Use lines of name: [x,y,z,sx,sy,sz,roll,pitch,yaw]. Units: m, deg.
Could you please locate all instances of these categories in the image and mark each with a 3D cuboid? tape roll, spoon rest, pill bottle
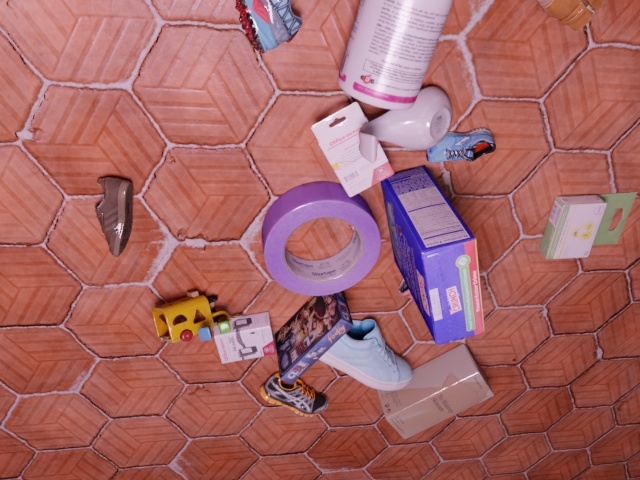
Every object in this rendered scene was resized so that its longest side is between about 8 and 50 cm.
tape roll: [0.000,0.000,1.315,0.275,0.090,0.275,-6,125,-8]
spoon rest: [0.176,-0.236,1.148,0.276,0.084,0.137,-26,128,-35]
pill bottle: [0.145,-0.400,1.017,0.160,0.160,0.283,8,123,-16]

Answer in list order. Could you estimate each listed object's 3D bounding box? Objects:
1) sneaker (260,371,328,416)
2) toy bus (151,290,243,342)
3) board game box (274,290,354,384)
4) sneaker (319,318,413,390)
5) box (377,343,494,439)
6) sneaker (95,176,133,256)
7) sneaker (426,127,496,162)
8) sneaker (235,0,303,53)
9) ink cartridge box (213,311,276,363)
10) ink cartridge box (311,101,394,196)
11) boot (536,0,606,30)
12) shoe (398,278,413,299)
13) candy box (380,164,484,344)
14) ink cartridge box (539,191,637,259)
sneaker: [-0.067,0.450,1.627,0.215,0.084,0.083,22,113,-23]
toy bus: [-0.310,0.179,1.367,0.191,0.202,0.104,-12,96,6]
board game box: [-0.023,0.232,1.428,0.042,0.165,0.243,31,113,-28]
sneaker: [0.138,0.301,1.528,0.366,0.135,0.150,26,120,-27]
box: [0.347,0.461,1.688,0.311,0.121,0.148,-31,124,12]
sneaker: [-0.456,-0.055,1.215,0.071,0.066,0.188,16,116,-1]
sneaker: [0.316,-0.207,1.240,0.162,0.073,0.063,-15,127,0]
sneaker: [-0.103,-0.475,0.973,0.125,0.104,0.262,-27,132,-13]
ink cartridge box: [-0.202,0.259,1.475,0.150,0.063,0.109,-10,126,-4]
ink cartridge box: [0.065,-0.205,1.197,0.115,0.067,0.198,-27,127,8]
boot: [0.513,-0.517,1.064,0.152,0.073,0.197,26,128,-25]
shoe: [0.282,0.091,1.449,0.081,0.063,0.178,19,123,-28]
candy box: [0.244,0.025,1.239,0.122,0.317,0.268,-15,127,0]
ink cartridge box: [0.710,-0.038,1.450,0.235,0.056,0.171,-3,125,-7]
